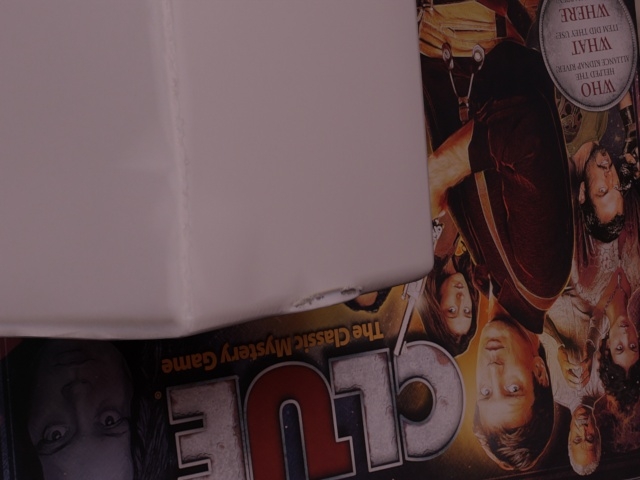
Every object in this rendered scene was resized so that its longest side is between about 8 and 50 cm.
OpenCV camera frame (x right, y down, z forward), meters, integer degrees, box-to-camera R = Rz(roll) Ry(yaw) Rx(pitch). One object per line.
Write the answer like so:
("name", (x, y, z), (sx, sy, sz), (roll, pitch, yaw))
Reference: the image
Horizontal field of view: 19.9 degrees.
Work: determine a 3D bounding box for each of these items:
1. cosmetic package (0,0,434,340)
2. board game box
("cosmetic package", (-0.041, -0.099, 0.385), (0.117, 0.085, 0.231), (-7, 95, -62))
("board game box", (0.000, 0.000, 0.517), (0.243, 0.042, 0.165), (-4, 89, -39))
